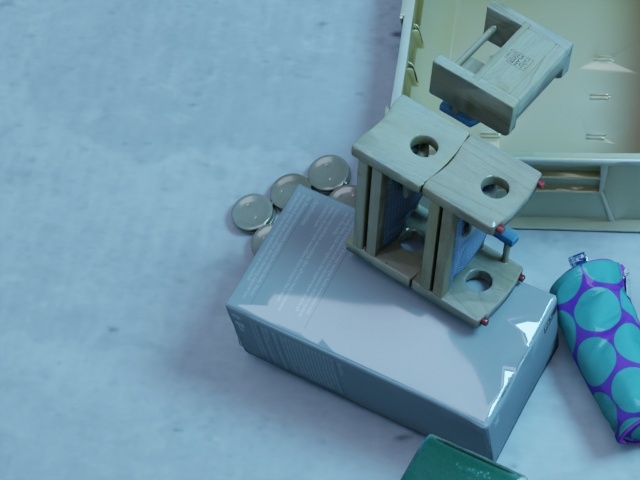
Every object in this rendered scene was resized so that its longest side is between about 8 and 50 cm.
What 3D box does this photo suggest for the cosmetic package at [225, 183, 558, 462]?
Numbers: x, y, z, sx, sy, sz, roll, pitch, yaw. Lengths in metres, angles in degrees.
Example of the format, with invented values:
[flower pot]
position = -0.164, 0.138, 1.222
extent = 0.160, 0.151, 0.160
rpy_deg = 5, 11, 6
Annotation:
[cosmetic package]
position = 0.059, 0.066, 1.550
extent = 0.238, 0.107, 0.127
rpy_deg = 27, 70, 17

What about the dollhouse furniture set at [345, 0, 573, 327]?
[dollhouse furniture set]
position = 0.127, -0.058, 1.485
extent = 0.129, 0.129, 0.183
rpy_deg = 32, 59, 20

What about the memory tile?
[memory tile]
position = 0.000, 0.000, 1.660
extent = 0.113, 0.012, 0.148
rpy_deg = -29, 58, -4

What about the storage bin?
[storage bin]
position = 0.187, -0.151, 1.638
extent = 0.260, 0.123, 0.262
rpy_deg = 2, 62, 14

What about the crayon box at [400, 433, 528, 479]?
[crayon box]
position = 0.045, 0.319, 1.359
extent = 0.083, 0.203, 0.323
rpy_deg = 23, 68, 24

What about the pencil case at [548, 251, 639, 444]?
[pencil case]
position = 0.233, 0.085, 1.529
extent = 0.070, 0.064, 0.151
rpy_deg = -31, 58, 14
